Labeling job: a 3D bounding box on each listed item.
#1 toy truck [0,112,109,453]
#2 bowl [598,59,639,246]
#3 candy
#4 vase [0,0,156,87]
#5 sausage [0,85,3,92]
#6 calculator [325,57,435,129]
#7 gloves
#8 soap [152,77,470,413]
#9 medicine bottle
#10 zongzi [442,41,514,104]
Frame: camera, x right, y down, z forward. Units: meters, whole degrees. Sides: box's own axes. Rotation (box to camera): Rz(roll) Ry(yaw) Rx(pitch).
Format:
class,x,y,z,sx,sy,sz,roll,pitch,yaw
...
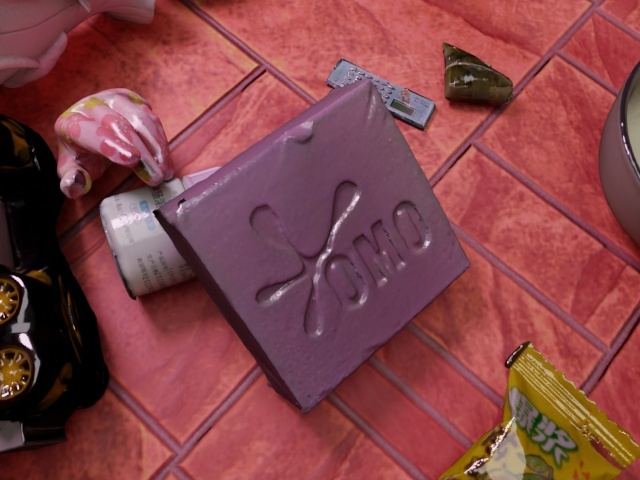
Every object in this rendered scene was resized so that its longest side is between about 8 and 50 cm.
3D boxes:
class,x,y,z,sx,sy,sz,roll,pitch,yaw
toy truck,-0.412,0.053,0.709,0.254,0.180,0.405,-17,74,-2
bowl,0.534,-0.087,0.821,0.354,0.185,0.354,1,69,-4
candy,0.218,0.289,0.713,0.187,0.081,0.297,44,85,13
vase,-0.416,-0.318,0.761,0.250,0.250,0.445,40,48,11
sausage,-0.527,-0.272,0.878,0.089,0.089,0.179,-34,71,-15
calculator,0.095,-0.230,0.937,0.172,0.018,0.057,28,71,5
gloves,-0.269,-0.127,0.761,0.145,0.241,0.126,-15,102,-27
soap,0.000,0.000,0.725,0.296,0.107,0.285,-40,108,-20
medicine bottle,-0.181,-0.013,0.771,0.168,0.135,0.135,-18,71,-15
zongzi,0.247,-0.267,0.944,0.109,0.055,0.119,7,58,-4
